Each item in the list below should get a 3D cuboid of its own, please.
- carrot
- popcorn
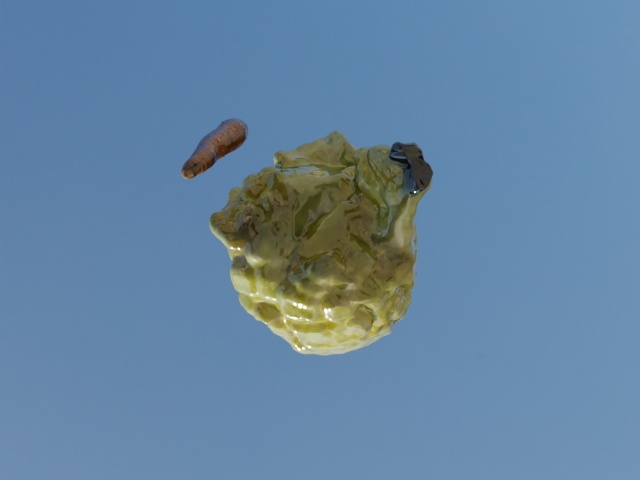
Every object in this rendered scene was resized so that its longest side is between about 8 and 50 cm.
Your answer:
[{"bbox_3d":[-0.120,-0.103,1.260,0.035,0.036,0.165,60,-152,-11],"label":"carrot"},{"bbox_3d":[0.002,0.002,1.405,0.237,0.293,0.292,26,-124,-74],"label":"popcorn"}]
